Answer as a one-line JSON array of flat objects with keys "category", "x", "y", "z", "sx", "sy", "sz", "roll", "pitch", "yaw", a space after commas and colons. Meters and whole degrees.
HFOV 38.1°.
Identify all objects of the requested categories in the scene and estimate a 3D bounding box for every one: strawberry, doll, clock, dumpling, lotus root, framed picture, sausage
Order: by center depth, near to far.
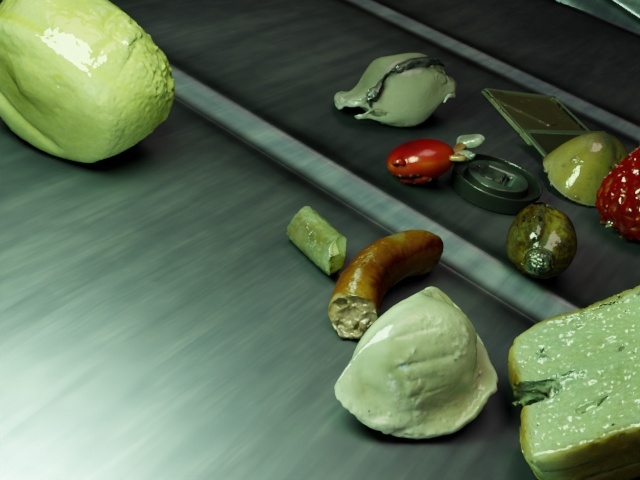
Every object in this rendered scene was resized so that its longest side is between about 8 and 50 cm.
[{"category": "dumpling", "x": 0.136, "y": 0.169, "z": 1.219, "sx": 0.179, "sy": 0.131, "sz": 0.252, "roll": 49, "pitch": 48, "yaw": 8}, {"category": "sausage", "x": 0.096, "y": 0.053, "z": 1.429, "sx": 0.103, "sy": 0.076, "sz": 0.302, "roll": 32, "pitch": 35, "yaw": 13}, {"category": "lotus root", "x": 0.381, "y": 0.005, "z": 1.600, "sx": 0.120, "sy": 0.120, "sz": 0.209, "roll": 19, "pitch": 31, "yaw": 6}, {"category": "strawberry", "x": 0.658, "y": -0.116, "z": 1.788, "sx": 0.205, "sy": 0.244, "sz": 0.205, "roll": 13, "pitch": 30, "yaw": -8}, {"category": "doll", "x": 0.213, "y": -0.160, "z": 1.806, "sx": 0.183, "sy": 0.085, "sz": 0.217, "roll": -4, "pitch": 13, "yaw": 31}, {"category": "clock", "x": 0.348, "y": -0.112, "z": 1.846, "sx": 0.185, "sy": 0.040, "sz": 0.184, "roll": 12, "pitch": 31, "yaw": -7}, {"category": "dumpling", "x": 0.161, "y": -0.347, "z": 2.042, "sx": 0.293, "sy": 0.163, "sz": 0.204, "roll": -13, "pitch": 44, "yaw": -21}, {"category": "framed picture", "x": 0.597, "y": -0.187, "z": 2.083, "sx": 0.252, "sy": 0.014, "sz": 0.197, "roll": -2, "pitch": 42, "yaw": -27}, {"category": "framed picture", "x": 0.541, "y": -0.295, "z": 2.257, "sx": 0.213, "sy": 0.016, "sz": 0.289, "roll": 3, "pitch": 32, "yaw": -19}]

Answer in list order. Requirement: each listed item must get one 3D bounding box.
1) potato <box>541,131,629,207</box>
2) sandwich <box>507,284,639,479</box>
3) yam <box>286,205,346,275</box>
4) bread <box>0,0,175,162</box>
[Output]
[{"category": "potato", "x": 0.573, "y": -0.167, "z": 1.944, "sx": 0.202, "sy": 0.117, "sz": 0.182, "roll": -13, "pitch": 52, "yaw": -37}, {"category": "sandwich", "x": 0.371, "y": 0.192, "z": 1.201, "sx": 0.249, "sy": 0.095, "sz": 0.273, "roll": -22, "pitch": 28, "yaw": 16}, {"category": "yam", "x": 0.000, "y": 0.000, "z": 1.481, "sx": 0.070, "sy": 0.069, "sz": 0.146, "roll": -11, "pitch": 37, "yaw": -36}, {"category": "bread", "x": -0.402, "y": -0.286, "z": 1.549, "sx": 0.321, "sy": 0.320, "sz": 0.237, "roll": 23, "pitch": 55, "yaw": 13}]
